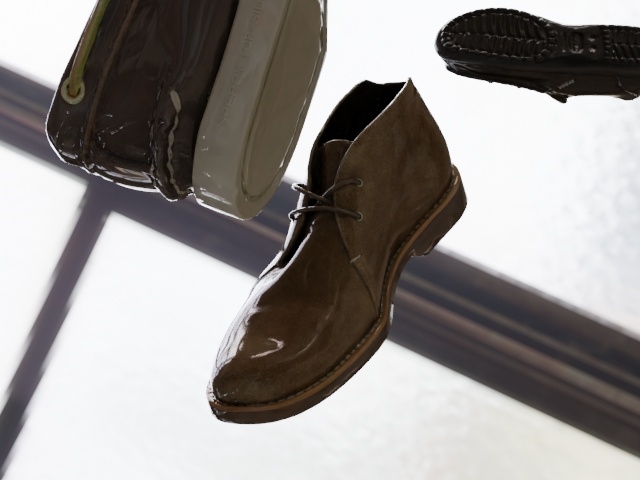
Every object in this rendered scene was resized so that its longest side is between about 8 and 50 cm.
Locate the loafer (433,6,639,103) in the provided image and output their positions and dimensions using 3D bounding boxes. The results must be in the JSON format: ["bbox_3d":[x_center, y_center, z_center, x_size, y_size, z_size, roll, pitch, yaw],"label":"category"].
[{"bbox_3d":[0.216,-0.164,1.913,0.078,0.220,0.080,91,-170,-47],"label":"loafer"}]

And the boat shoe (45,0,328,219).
[{"bbox_3d":[-0.027,-0.171,0.885,0.116,0.097,0.324,59,-133,-71],"label":"boat shoe"}]

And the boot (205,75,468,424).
[{"bbox_3d":[0.000,0.000,1.317,0.305,0.112,0.115,-55,-42,-45],"label":"boot"}]
